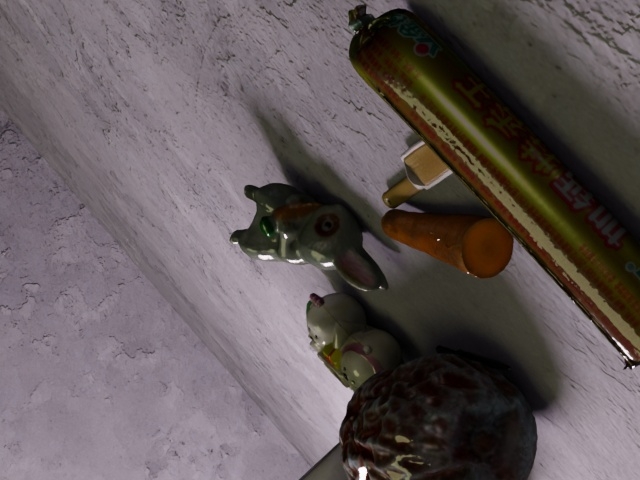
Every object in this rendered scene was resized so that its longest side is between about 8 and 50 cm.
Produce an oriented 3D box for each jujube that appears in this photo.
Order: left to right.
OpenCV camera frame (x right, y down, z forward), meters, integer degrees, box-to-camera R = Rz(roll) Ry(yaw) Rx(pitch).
[{"bbox_3d":[0.140,0.258,1.277,0.226,0.226,0.317,50,160,-3],"label":"jujube"}]

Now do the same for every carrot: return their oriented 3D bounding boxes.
[{"bbox_3d":[0.119,-0.007,1.034,0.061,0.061,0.210,56,165,-21],"label":"carrot"}]

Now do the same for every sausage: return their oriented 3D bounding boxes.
[{"bbox_3d":[0.152,-0.060,0.804,0.371,0.082,0.082,48,164,7],"label":"sausage"}]

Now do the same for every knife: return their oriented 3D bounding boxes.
[{"bbox_3d":[0.098,-0.071,1.002,0.046,0.022,0.256,52,164,0],"label":"knife"},{"bbox_3d":[0.194,0.152,1.271,0.023,0.010,0.170,48,163,-18],"label":"knife"}]

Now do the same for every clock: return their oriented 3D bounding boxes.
[{"bbox_3d":[0.052,0.159,1.492,0.231,0.103,0.144,41,170,31],"label":"clock"}]

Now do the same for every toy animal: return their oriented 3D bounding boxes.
[{"bbox_3d":[-0.002,-0.010,1.300,0.236,0.108,0.138,14,-171,30],"label":"toy animal"}]

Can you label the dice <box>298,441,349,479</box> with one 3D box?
[{"bbox_3d":[0.117,0.421,1.547,0.277,0.304,0.304,47,164,6],"label":"dice"}]
